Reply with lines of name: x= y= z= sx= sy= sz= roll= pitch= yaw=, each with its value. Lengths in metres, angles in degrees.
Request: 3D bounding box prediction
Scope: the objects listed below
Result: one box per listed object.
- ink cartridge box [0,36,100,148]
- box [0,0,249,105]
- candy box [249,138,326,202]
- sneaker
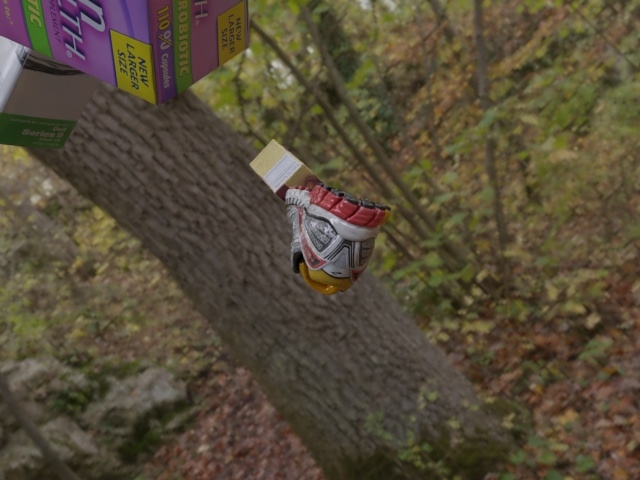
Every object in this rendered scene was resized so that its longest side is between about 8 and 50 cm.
ink cartridge box: x=-0.370 y=-0.294 z=1.281 sx=0.122 sy=0.211 sz=0.289 roll=4 pitch=-36 yaw=-38
box: x=-0.185 y=-0.254 z=0.725 sx=0.117 sy=0.243 sz=0.213 roll=-44 pitch=-30 yaw=-40
candy box: x=-0.021 y=-0.061 z=1.200 sx=0.053 sy=0.109 sz=0.186 roll=-46 pitch=21 yaw=3
sneaker: x=0.000 y=0.000 z=0.902 sx=0.225 sy=0.088 sz=0.092 roll=-171 pitch=100 yaw=-85
